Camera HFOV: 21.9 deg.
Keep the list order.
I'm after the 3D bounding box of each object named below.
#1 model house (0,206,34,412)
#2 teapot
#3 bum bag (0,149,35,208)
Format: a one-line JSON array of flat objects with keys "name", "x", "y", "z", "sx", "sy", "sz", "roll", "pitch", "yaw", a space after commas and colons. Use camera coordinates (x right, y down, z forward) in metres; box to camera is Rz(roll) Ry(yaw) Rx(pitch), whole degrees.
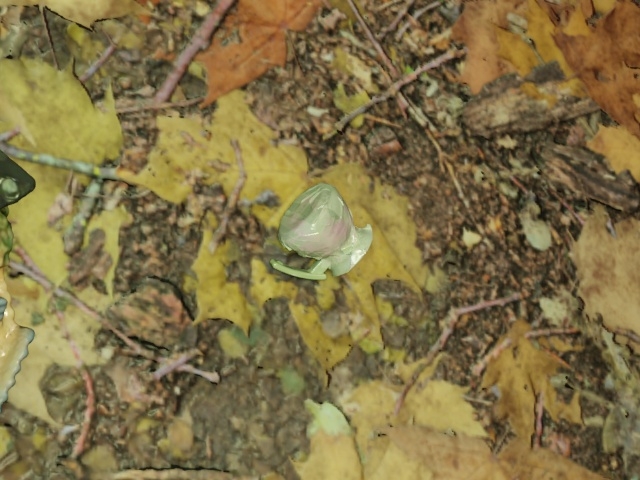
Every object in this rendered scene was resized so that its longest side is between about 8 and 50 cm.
[{"name": "model house", "x": -0.295, "y": 0.081, "z": 1.107, "sx": 0.183, "sy": 0.166, "sz": 0.172, "roll": -10, "pitch": 83, "yaw": -31}, {"name": "teapot", "x": 0.000, "y": 0.000, "z": 1.369, "sx": 0.064, "sy": 0.064, "sz": 0.083, "roll": 40, "pitch": 90, "yaw": -21}, {"name": "bum bag", "x": -0.326, "y": -0.068, "z": 1.088, "sx": 0.137, "sy": 0.310, "sz": 0.074, "roll": -7, "pitch": 112, "yaw": -49}]
